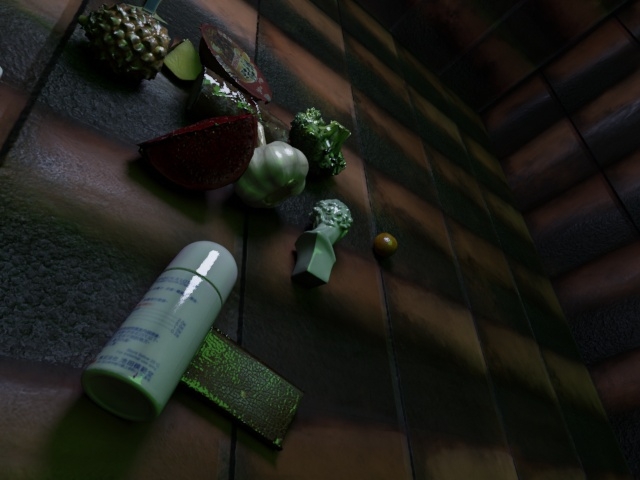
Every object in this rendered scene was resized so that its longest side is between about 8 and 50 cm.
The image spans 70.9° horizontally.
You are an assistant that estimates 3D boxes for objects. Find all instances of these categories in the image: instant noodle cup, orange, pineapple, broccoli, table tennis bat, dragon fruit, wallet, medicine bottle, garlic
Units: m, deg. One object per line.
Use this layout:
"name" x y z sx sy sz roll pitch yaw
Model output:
"instant noodle cup" -0.263 -0.480 1.288 0.274 0.091 0.274 44 23 -25
"orange" 0.209 0.014 1.441 0.085 0.085 0.085 29 43 -30
"pineapple" -0.454 -0.460 1.032 0.193 0.166 0.166 18 48 -30
"broccoli" 0.001 -0.294 1.383 0.227 0.176 0.197 17 39 -18
"table tennis bat" -0.475 -0.599 1.212 0.174 0.022 0.301 19 43 -24
"dragon fruit" -0.264 -0.199 1.015 0.262 0.163 0.189 -15 83 -11
"wallet" -0.147 0.281 0.859 0.243 0.039 0.132 41 44 -17
"medicine bottle" -0.253 0.130 0.784 0.130 0.130 0.341 41 37 -16
"garlic" -0.142 -0.206 1.126 0.199 0.199 0.225 -4 66 -50

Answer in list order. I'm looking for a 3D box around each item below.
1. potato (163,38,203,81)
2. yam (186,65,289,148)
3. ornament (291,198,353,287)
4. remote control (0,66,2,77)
"potato" -0.365 -0.468 1.207 0.103 0.096 0.066 57 -6 -11
"yam" -0.223 -0.333 1.207 0.280 0.131 0.131 29 42 -33
"ornament" 0.005 -0.005 1.184 0.120 0.130 0.285 45 37 -19
"remote control" -0.673 -0.339 0.789 0.190 0.029 0.087 37 39 -22
